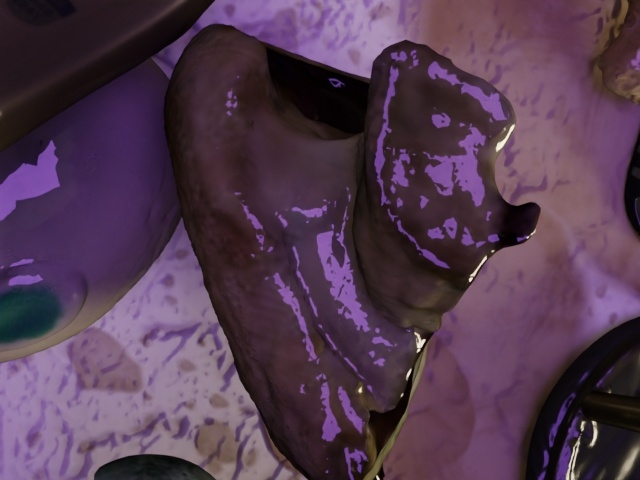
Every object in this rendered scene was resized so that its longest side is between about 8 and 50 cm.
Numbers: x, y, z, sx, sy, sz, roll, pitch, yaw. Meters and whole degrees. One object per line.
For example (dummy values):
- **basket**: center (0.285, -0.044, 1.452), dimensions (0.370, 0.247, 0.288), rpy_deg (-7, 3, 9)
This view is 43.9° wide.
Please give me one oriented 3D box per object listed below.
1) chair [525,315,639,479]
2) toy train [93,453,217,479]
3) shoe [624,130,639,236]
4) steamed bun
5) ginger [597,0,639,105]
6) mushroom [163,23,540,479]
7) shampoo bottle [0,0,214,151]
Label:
- **chair**: center (0.356, 0.203, 0.473), dimensions (0.364, 0.410, 0.362), rpy_deg (-10, 94, -15)
- **toy train**: center (-0.044, 0.298, 0.328), dimensions (0.253, 0.160, 0.398), rpy_deg (11, 90, -5)
- **shoe**: center (0.293, -0.078, 0.632), dimensions (0.071, 0.049, 0.179), rpy_deg (11, 89, -14)
- **steamed bun**: center (-0.176, -0.029, 0.468), dimensions (0.228, 0.130, 0.177), rpy_deg (-45, 103, -11)
- **ginger**: center (0.223, -0.236, 0.605), dimensions (0.149, 0.065, 0.259), rpy_deg (3, 97, -2)
- **mushroom**: center (-0.003, 0.007, 0.450), dimensions (0.211, 0.292, 0.218), rpy_deg (20, 97, -5)
- **shampoo bottle**: center (-0.128, -0.140, 0.408), dimensions (0.125, 0.084, 0.350), rpy_deg (30, 50, -3)
